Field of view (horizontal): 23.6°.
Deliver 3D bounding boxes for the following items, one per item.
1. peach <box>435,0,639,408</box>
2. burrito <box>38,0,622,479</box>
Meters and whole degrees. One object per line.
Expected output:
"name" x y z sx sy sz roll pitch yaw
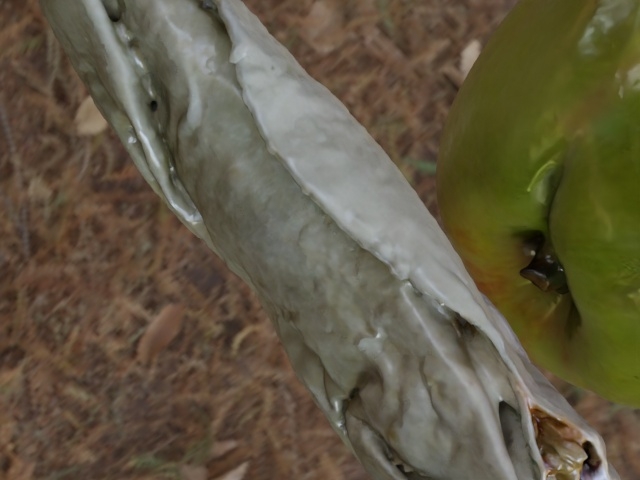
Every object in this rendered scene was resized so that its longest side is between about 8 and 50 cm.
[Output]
"peach" 0.242 -0.048 0.931 0.316 0.314 0.281 -20 65 -24
"burrito" 0.000 0.000 0.610 0.076 0.117 0.392 -34 78 -20
